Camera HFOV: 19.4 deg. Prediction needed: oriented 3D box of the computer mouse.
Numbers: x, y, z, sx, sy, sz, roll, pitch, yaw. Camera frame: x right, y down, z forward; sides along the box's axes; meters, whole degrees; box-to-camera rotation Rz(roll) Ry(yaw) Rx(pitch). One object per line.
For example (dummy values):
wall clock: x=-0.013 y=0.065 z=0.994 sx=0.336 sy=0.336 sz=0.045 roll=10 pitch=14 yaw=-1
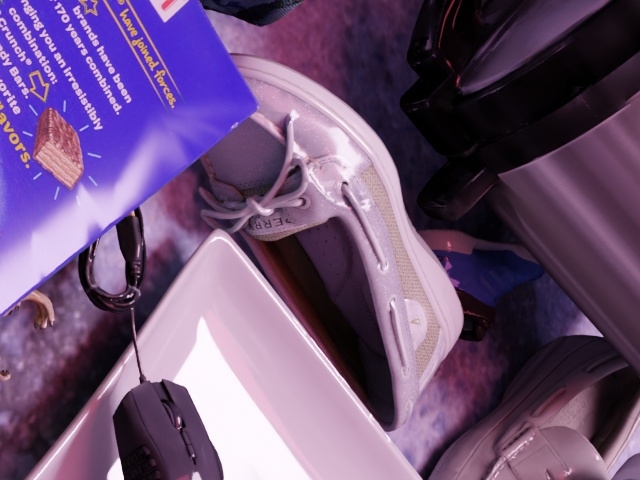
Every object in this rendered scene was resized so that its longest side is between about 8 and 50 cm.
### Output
computer mouse: x=-0.104 y=0.079 z=1.189 sx=0.071 sy=0.041 sz=0.242 roll=-7 pitch=79 yaw=-42

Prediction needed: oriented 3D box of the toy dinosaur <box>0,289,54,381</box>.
toy dinosaur: x=-0.211 y=0.032 z=1.131 sx=0.092 sy=0.053 sz=0.183 roll=19 pitch=72 yaw=-44

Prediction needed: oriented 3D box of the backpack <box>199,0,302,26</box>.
backpack: x=-0.044 y=-0.270 z=1.209 sx=0.191 sy=0.253 sz=0.225 roll=8 pitch=80 yaw=-28

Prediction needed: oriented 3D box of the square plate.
square plate: x=-0.064 y=0.229 z=1.253 sx=0.344 sy=0.049 sz=0.347 roll=53 pitch=50 yaw=-21

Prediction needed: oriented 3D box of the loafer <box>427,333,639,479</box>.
loafer: x=0.175 y=0.184 z=1.506 sx=0.319 sy=0.111 sz=0.112 roll=-51 pitch=122 yaw=-39

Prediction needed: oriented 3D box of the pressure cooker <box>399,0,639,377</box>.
pressure cooker: x=0.287 y=-0.126 z=1.440 sx=0.420 sy=0.375 sz=0.370 roll=47 pitch=40 yaw=-14

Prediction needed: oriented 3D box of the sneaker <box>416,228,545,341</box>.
sneaker: x=0.129 y=0.041 z=1.512 sx=0.152 sy=0.058 sz=0.085 roll=11 pitch=80 yaw=-51

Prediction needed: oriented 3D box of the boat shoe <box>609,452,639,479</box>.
boat shoe: x=0.247 y=0.317 z=1.491 sx=0.119 sy=0.121 sz=0.335 roll=-37 pitch=141 yaw=-36

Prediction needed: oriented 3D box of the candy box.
candy box: x=-0.218 y=-0.101 z=1.065 sx=0.317 sy=0.122 sz=0.268 roll=-42 pitch=106 yaw=-42

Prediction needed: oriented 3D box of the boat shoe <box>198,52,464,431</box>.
boat shoe: x=-0.002 y=0.001 z=1.328 sx=0.320 sy=0.118 sz=0.103 roll=58 pitch=43 yaw=-36
